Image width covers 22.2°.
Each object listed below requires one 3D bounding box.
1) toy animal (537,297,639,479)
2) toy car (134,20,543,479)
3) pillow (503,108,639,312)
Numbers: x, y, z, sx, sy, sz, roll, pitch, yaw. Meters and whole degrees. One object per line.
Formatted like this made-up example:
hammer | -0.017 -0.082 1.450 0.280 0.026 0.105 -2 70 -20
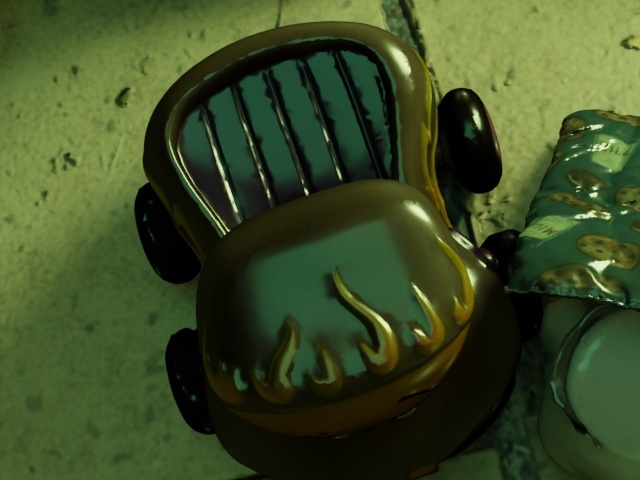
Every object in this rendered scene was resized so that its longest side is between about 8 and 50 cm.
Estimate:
toy animal | 0.255 0.164 1.021 0.208 0.154 0.325 -22 63 17
toy car | 0.000 0.000 1.084 0.271 0.240 0.340 -18 74 5
pillow | 0.232 -0.019 1.070 0.189 0.034 0.255 6 30 15
